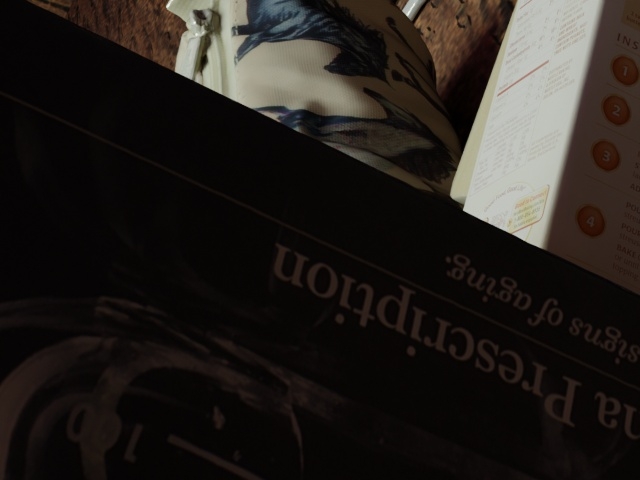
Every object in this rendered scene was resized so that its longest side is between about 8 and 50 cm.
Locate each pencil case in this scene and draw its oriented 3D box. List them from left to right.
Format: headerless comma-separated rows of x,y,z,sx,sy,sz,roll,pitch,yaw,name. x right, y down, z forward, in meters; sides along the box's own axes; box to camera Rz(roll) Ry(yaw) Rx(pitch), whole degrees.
0.000,0.000,0.854,0.160,0.183,0.410,-57,21,24,pencil case

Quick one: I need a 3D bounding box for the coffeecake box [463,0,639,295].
0.133,-0.030,0.577,0.068,0.142,0.186,-30,39,60,coffeecake box

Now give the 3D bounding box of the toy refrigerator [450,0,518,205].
0.159,-0.125,0.715,0.102,0.094,0.270,-3,65,64,toy refrigerator

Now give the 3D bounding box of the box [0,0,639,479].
-0.015,0.160,0.436,0.179,0.343,0.313,-34,36,57,box

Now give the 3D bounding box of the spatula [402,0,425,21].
0.053,-0.186,1.209,0.242,0.019,0.168,-56,26,29,spatula
